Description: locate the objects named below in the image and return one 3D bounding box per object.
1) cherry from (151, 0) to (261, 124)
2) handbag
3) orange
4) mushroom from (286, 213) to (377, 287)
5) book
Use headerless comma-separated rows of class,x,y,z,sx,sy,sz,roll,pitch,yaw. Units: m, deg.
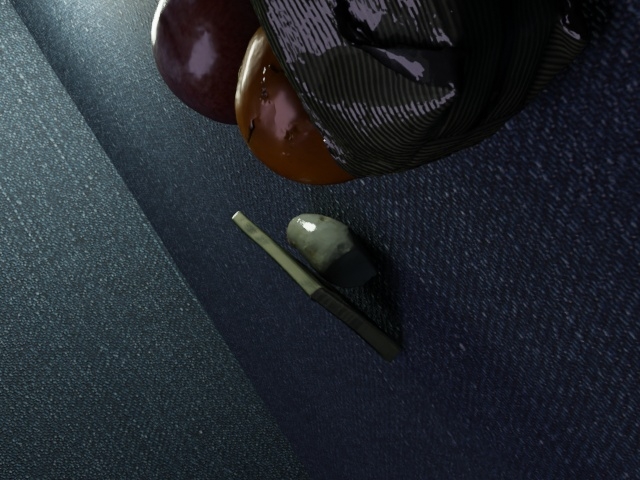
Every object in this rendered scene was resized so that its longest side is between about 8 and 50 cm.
cherry,-0.138,-0.317,1.287,0.261,0.221,0.307,45,138,20
handbag,0.090,-0.248,0.839,0.341,0.247,0.240,64,157,-3
orange,0.002,-0.195,1.107,0.246,0.246,0.246,45,156,26
mushroom,0.000,0.000,1.611,0.270,0.103,0.118,37,162,55
book,0.000,0.093,1.612,0.260,0.043,0.371,42,180,36
